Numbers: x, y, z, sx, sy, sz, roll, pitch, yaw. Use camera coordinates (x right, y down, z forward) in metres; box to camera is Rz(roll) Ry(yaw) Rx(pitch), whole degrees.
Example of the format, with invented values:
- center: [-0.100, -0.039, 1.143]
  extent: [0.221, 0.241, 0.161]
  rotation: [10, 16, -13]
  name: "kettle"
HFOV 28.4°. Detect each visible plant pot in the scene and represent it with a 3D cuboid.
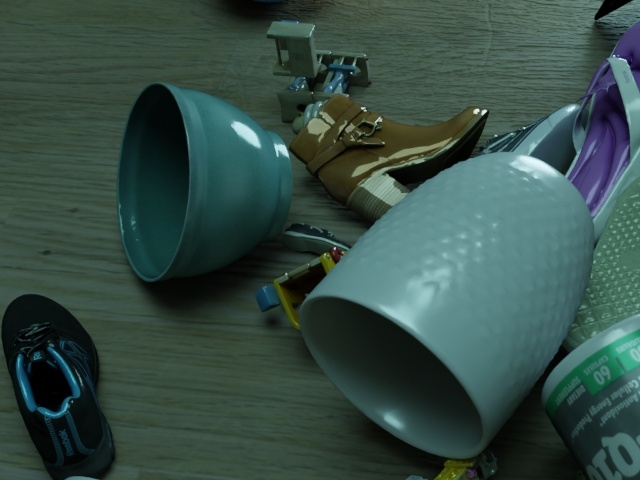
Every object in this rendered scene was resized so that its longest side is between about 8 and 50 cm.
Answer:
- center: [-0.163, -0.084, 1.888]
  extent: [0.196, 0.293, 0.293]
  rotation: [1, 37, -28]
  name: "plant pot"

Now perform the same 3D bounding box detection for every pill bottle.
- center: [0.418, 0.273, 1.406]
  extent: [0.204, 0.204, 0.361]
  rotation: [-22, 59, -13]
  name: "pill bottle"

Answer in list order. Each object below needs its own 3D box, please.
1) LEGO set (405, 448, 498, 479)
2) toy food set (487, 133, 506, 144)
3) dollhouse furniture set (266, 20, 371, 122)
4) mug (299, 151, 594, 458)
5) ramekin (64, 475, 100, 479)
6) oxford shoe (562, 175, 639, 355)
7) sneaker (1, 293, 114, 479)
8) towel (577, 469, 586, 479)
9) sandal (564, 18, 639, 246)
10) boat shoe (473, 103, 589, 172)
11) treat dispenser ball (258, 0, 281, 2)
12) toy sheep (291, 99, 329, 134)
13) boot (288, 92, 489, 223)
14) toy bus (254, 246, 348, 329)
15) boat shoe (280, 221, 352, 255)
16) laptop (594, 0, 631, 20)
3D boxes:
- center: [0.111, 0.358, 1.511]
  extent: [0.287, 0.107, 0.132]
  rotation: [-32, 13, -16]
  name: "LEGO set"
- center: [0.336, -0.158, 2.035]
  extent: [0.122, 0.019, 0.078]
  rotation: [-14, 44, -5]
  name: "toy food set"
- center: [0.002, -0.304, 2.126]
  extent: [0.129, 0.184, 0.129]
  rotation: [6, 46, 16]
  name: "dollhouse furniture set"
- center: [0.168, 0.074, 1.595]
  extent: [0.276, 0.374, 0.328]
  rotation: [40, 64, 5]
  name: "mug"
- center: [-0.234, 0.373, 1.460]
  extent: [0.207, 0.207, 0.109]
  rotation: [15, 58, 23]
  name: "ramekin"
- center: [0.460, 0.033, 1.735]
  extent: [0.169, 0.130, 0.449]
  rotation: [20, 52, 32]
  name: "oxford shoe"
- center: [-0.367, 0.169, 1.733]
  extent: [0.125, 0.140, 0.341]
  rotation: [-24, 44, -12]
  name: "sneaker"
- center: [0.396, 0.308, 1.536]
  extent: [0.110, 0.027, 0.148]
  rotation: [-27, 46, -19]
  name: "towel"
- center: [0.429, -0.178, 1.867]
  extent: [0.169, 0.102, 0.416]
  rotation: [-7, 54, 53]
  name: "sandal"
- center: [0.292, -0.122, 1.951]
  extent: [0.301, 0.108, 0.102]
  rotation: [-42, 51, -18]
  name: "boat shoe"
- center: [-0.094, -0.592, 2.367]
  extent: [0.288, 0.288, 0.288]
  rotation: [-5, 44, 5]
  name: "treat dispenser ball"
- center: [0.017, -0.189, 2.078]
  extent: [0.132, 0.091, 0.091]
  rotation: [1, 45, 10]
  name: "toy sheep"
- center: [0.110, -0.162, 1.998]
  extent: [0.220, 0.109, 0.283]
  rotation: [39, 74, 22]
  name: "boot"
- center: [0.027, 0.074, 1.778]
  extent: [0.202, 0.191, 0.104]
  rotation: [-19, 79, -17]
  name: "toy bus"
- center: [0.000, 0.000, 1.914]
  extent: [0.125, 0.046, 0.038]
  rotation: [11, 50, 33]
  name: "boat shoe"
- center: [0.620, -0.406, 2.137]
  extent: [0.264, 0.234, 0.136]
  rotation: [-28, 86, 5]
  name: "laptop"
